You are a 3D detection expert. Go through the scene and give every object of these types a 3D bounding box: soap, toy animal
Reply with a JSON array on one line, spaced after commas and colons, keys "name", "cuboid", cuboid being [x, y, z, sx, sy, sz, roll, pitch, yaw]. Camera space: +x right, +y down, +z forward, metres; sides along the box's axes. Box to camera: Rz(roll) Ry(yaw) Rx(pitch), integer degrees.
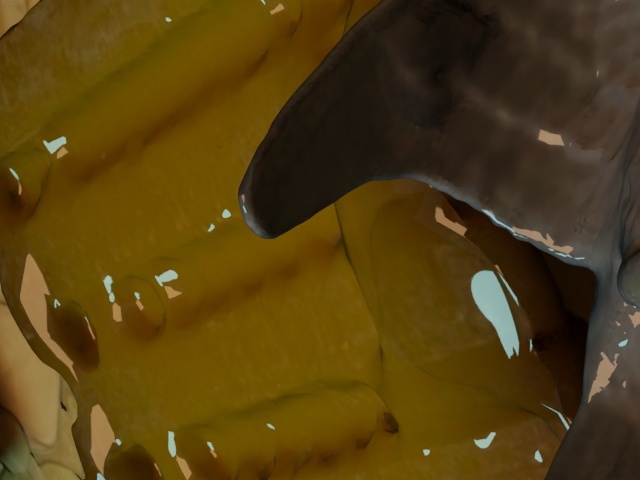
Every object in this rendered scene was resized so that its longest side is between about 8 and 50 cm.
[{"name": "soap", "cuboid": [0.000, 0.000, 0.572, 0.281, 0.143, 0.259, -24, 87, 46]}, {"name": "toy animal", "cuboid": [0.114, -0.011, 0.407, 0.239, 0.176, 0.255, 30, 102, -3]}]
